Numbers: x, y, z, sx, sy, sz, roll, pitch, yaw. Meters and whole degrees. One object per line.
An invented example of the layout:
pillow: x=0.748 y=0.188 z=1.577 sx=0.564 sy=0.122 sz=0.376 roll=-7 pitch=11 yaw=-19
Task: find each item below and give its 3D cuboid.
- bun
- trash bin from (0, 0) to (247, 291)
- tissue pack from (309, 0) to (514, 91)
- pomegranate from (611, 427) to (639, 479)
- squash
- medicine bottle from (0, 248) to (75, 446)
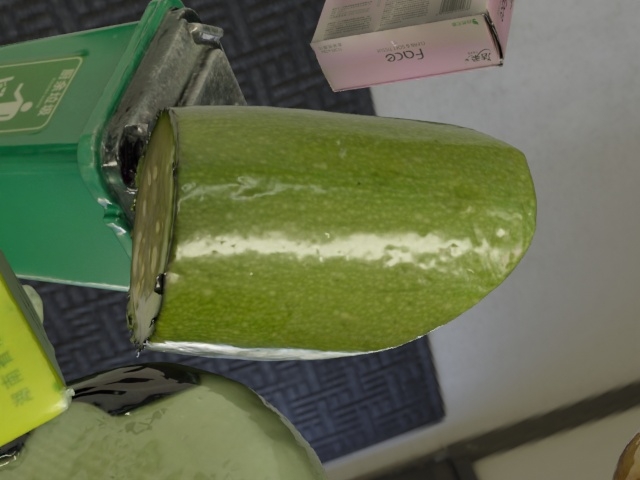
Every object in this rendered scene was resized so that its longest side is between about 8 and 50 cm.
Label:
bun: x=-0.112 y=0.221 z=0.759 sx=0.283 sy=0.283 sz=0.179 roll=-22 pitch=139 yaw=1
trash bin: x=-0.266 y=-0.075 z=1.277 sx=0.381 sy=0.259 sz=0.295 roll=1 pitch=140 yaw=22
tissue pack: x=0.128 y=-0.295 z=1.595 sx=0.246 sy=0.149 sz=0.092 roll=-6 pitch=136 yaw=25
pomegranate: x=0.444 y=0.303 z=1.177 sx=0.342 sy=0.342 sz=0.342 roll=-11 pitch=135 yaw=-11
squash: x=0.000 y=0.000 z=0.863 sx=0.260 sy=0.189 sz=0.189 roll=4 pitch=131 yaw=-18
medicine bottle: x=-0.259 y=0.059 z=0.549 sx=0.250 sy=0.141 sz=0.137 roll=-29 pitch=115 yaw=-12
